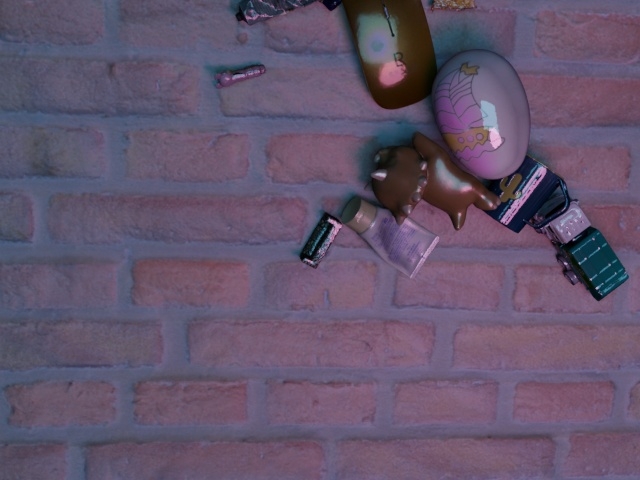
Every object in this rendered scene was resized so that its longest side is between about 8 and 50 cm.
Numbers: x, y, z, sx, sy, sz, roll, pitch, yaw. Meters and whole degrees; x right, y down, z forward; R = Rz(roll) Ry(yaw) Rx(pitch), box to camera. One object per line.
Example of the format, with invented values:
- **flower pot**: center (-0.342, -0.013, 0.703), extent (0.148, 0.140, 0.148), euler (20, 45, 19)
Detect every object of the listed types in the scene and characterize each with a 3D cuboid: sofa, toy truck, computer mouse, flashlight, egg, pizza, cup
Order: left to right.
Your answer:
- **flashlight**: center (-0.170, -0.349, 1.692), extent (0.110, 0.052, 0.031), euler (-17, 68, -8)
- **sofa**: center (0.000, 0.000, 1.769), extent (0.039, 0.060, 0.118), euler (28, 98, -15)
- **computer mouse**: center (0.144, -0.431, 1.687), extent (0.158, 0.072, 0.310), euler (-18, 103, -4)
- **pizza**: center (0.277, -0.532, 1.704), extent (0.100, 0.029, 0.099), euler (-6, 95, -7)
- **egg**: center (0.333, -0.260, 1.673), extent (0.196, 0.196, 0.271), euler (-5, 88, -5)
- **cup**: center (0.446, -0.095, 1.751), extent (0.176, 0.131, 0.155), euler (41, 104, 27)
- **toy truck**: center (0.588, 0.020, 1.806), extent (0.114, 0.124, 0.253), euler (-38, 105, 1)

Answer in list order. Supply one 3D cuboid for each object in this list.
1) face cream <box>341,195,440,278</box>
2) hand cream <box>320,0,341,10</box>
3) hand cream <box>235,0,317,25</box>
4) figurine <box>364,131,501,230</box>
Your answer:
- **face cream**: center (0.153, -0.012, 1.791), extent (0.224, 0.070, 0.114), euler (31, 96, -24)
- **hand cream**: center (-0.021, -0.546, 1.665), extent (0.062, 0.039, 0.163), euler (-41, 97, 5)
- **hand cream**: center (-0.059, -0.501, 1.634), extent (0.248, 0.052, 0.075), euler (-20, 103, 12)
- **figurine**: center (0.216, -0.102, 1.709), extent (0.247, 0.177, 0.173), euler (41, 78, -16)
